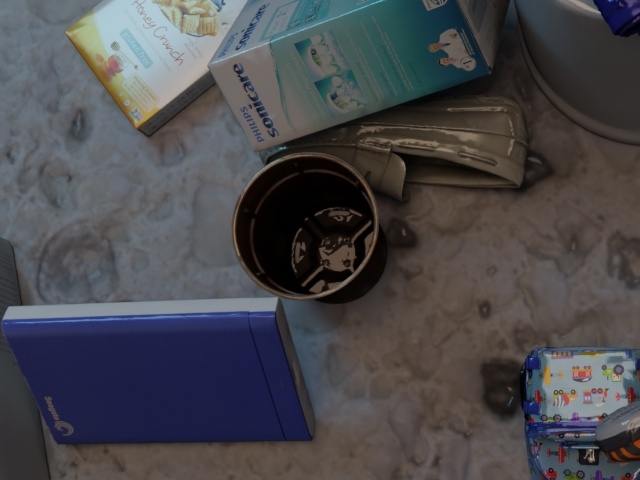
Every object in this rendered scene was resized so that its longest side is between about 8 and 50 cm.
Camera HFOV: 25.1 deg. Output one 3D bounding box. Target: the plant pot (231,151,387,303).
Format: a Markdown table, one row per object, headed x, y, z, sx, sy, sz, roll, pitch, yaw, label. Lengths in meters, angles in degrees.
| x | y | z | sx | sy | sz | roll | pitch | yaw | label |
| --- | --- | --- | --- | --- | --- | --- | --- | --- | --- |
| 0.000 | 0.000 | 1.650 | 0.167 | 0.165 | 0.167 | -3 | 78 | 13 | plant pot |

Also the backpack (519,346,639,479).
| x | y | z | sx | sy | sz | roll | pitch | yaw | label |
| --- | --- | --- | --- | --- | --- | --- | --- | --- | --- |
| 0.293 | 0.205 | 1.561 | 0.158 | 0.117 | 0.173 | 2 | 82 | 15 | backpack |

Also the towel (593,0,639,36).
| x | y | z | sx | sy | sz | roll | pitch | yaw | label |
| --- | --- | --- | --- | --- | --- | --- | --- | --- | --- |
| 0.296 | -0.349 | 1.300 | 0.227 | 0.076 | 0.308 | -26 | 73 | 0 | towel |

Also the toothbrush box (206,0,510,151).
| x | y | z | sx | sy | sz | roll | pitch | yaw | label |
| --- | --- | --- | --- | --- | --- | --- | --- | --- | --- |
| 0.049 | -0.239 | 1.620 | 0.295 | 0.216 | 0.126 | -17 | 117 | 25 | toothbrush box |

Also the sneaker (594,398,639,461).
| x | y | z | sx | sy | sz | roll | pitch | yaw | label |
| --- | --- | --- | --- | --- | --- | --- | --- | --- | --- |
| 0.433 | 0.224 | 1.457 | 0.321 | 0.124 | 0.180 | -9 | 80 | -26 | sneaker |

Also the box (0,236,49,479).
| x | y | z | sx | sy | sz | roll | pitch | yaw | label |
| --- | --- | --- | --- | --- | --- | --- | --- | --- | --- |
| -0.475 | 0.173 | 1.730 | 0.215 | 0.168 | 0.345 | -15 | 75 | 10 | box |

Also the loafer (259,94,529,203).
| x | y | z | sx | sy | sz | roll | pitch | yaw | label |
| --- | --- | --- | --- | --- | --- | --- | --- | --- | --- |
| 0.083 | -0.100 | 1.679 | 0.319 | 0.112 | 0.111 | -4 | 69 | 13 | loafer |

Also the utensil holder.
| x | y | z | sx | sy | sz | roll | pitch | yaw | label |
| --- | --- | --- | --- | --- | --- | --- | --- | --- | --- |
| 0.351 | -0.306 | 1.512 | 0.327 | 0.385 | 0.328 | -3 | 77 | 14 | utensil holder |

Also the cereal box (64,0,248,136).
| x | y | z | sx | sy | sz | roll | pitch | yaw | label |
| --- | --- | --- | --- | --- | --- | --- | --- | --- | --- |
| -0.180 | -0.271 | 1.812 | 0.240 | 0.047 | 0.173 | -39 | 72 | 3 | cereal box |

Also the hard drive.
| x | y | z | sx | sy | sz | roll | pitch | yaw | label |
| --- | --- | --- | --- | --- | --- | --- | --- | --- | --- |
| -0.182 | 0.154 | 1.651 | 0.318 | 0.210 | 0.040 | -3 | 42 | 13 | hard drive |
